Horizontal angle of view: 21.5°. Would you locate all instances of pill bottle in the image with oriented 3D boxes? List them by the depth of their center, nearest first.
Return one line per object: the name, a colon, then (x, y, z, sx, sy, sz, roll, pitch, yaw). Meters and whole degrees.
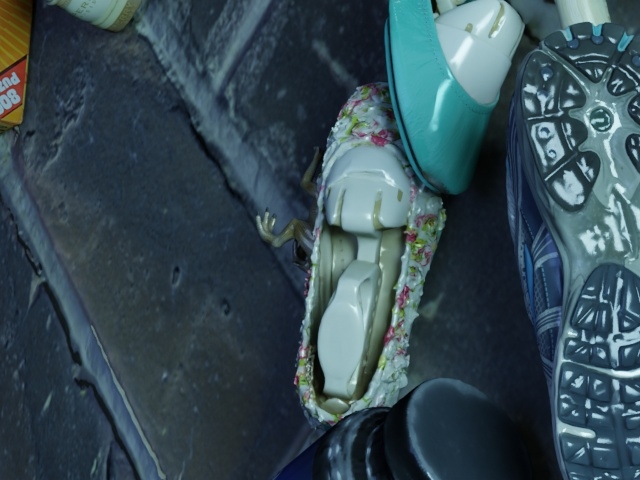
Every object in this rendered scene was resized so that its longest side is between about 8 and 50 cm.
pill bottle: (0.025, 0.177, 1.025, 0.219, 0.122, 0.123, -44, 47, 37)

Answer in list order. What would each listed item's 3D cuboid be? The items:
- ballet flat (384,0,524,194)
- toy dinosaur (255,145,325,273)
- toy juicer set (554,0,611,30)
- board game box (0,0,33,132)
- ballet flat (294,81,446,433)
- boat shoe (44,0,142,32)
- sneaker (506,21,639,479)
ballet flat: (0.084, -0.154, 1.084, 0.087, 0.083, 0.247, -24, 62, 32)
toy dinosaur: (0.000, 0.000, 1.171, 0.092, 0.053, 0.183, 8, 86, 53)
toy juicer set: (0.220, -0.161, 0.909, 0.329, 0.089, 0.209, 19, 116, 62)
board game box: (-0.527, -0.285, 1.716, 0.356, 0.356, 0.356, -14, 69, 52)
ballet flat: (0.030, 0.014, 1.092, 0.091, 0.077, 0.241, 4, 88, 15)
boat shoe: (-0.228, -0.315, 1.545, 0.104, 0.089, 0.285, -50, 43, 34)
sneaker: (0.162, 0.029, 0.923, 0.122, 0.110, 0.283, 125, 140, -81)
